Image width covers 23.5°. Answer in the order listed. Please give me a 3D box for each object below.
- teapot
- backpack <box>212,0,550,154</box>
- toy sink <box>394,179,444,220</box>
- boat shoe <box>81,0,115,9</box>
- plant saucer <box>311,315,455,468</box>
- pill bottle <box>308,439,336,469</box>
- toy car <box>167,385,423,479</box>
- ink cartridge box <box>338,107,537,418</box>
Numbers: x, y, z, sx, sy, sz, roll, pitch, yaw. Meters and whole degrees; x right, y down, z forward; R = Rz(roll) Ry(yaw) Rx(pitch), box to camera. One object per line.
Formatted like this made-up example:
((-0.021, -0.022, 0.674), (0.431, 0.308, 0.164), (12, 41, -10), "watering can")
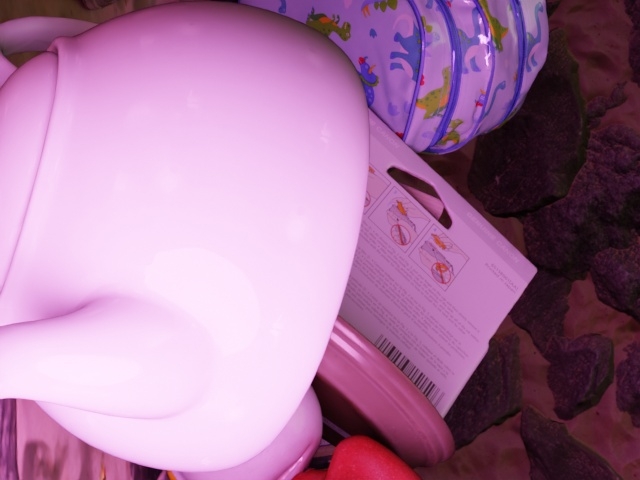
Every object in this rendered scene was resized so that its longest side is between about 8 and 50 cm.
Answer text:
((-0.100, -0.017, 0.762), (0.256, 0.187, 0.253), (156, -52, -69), "teapot")
((0.057, -0.229, 1.566), (0.273, 0.355, 0.290), (-40, 153, -55), "backpack")
((-0.018, -0.007, 1.513), (0.153, 0.234, 0.131), (115, -2, -75), "toy sink")
((-0.153, -0.198, 1.103), (0.153, 0.048, 0.056), (-27, 109, -84), "boat shoe")
((-0.016, 0.099, 1.221), (0.041, 0.278, 0.278), (-52, 157, -16), "plant saucer")
((-0.008, 0.130, 1.682), (0.123, 0.122, 0.219), (-72, 153, -78), "pill bottle")
((-0.056, 0.170, 1.099), (0.238, 0.210, 0.219), (54, 9, 12), "toy car")
((0.041, 0.016, 1.397), (0.275, 0.060, 0.239), (43, 47, -3), "ink cartridge box")
